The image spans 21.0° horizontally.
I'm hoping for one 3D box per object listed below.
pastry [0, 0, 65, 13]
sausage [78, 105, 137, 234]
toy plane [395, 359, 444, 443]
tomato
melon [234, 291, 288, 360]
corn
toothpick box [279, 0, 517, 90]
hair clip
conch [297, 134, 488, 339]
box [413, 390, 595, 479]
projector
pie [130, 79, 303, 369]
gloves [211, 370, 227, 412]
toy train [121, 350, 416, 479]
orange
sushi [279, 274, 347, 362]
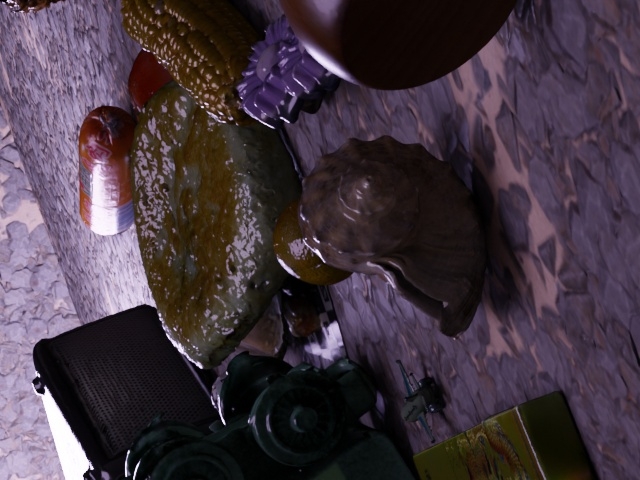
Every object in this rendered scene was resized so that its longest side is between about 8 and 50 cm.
[{"bbox_3d":[-0.411,-0.445,2.345,0.275,0.193,0.274,25,128,37],"label":"pastry"},{"bbox_3d":[-0.309,-0.110,2.522,0.312,0.093,0.093,106,142,-66],"label":"sausage"},{"bbox_3d":[0.088,0.144,1.526,0.083,0.033,0.080,91,155,-70],"label":"toy plane"},{"bbox_3d":[-0.165,-0.135,1.996,0.225,0.085,0.225,158,90,-76],"label":"tomato"},{"bbox_3d":[-0.082,0.096,1.968,0.139,0.093,0.202,50,156,39],"label":"melon"},{"bbox_3d":[-0.116,-0.201,1.717,0.313,0.102,0.102,44,150,53],"label":"corn"},{"bbox_3d":[-0.004,-0.233,1.102,0.294,0.192,0.192,54,158,34],"label":"toothpick box"},{"bbox_3d":[-0.006,-0.147,1.423,0.106,0.085,0.292,-67,12,-12],"label":"hair clip"},{"bbox_3d":[0.059,0.010,1.273,0.207,0.130,0.155,69,-172,-62],"label":"conch"},{"bbox_3d":[0.154,0.225,1.363,0.311,0.043,0.173,131,120,-73],"label":"box"},{"bbox_3d":[-0.258,0.362,2.633,0.405,0.242,0.395,-132,28,-54],"label":"projector"},{"bbox_3d":[-0.120,-0.029,1.823,0.323,0.071,0.323,16,109,56],"label":"pie"},{"bbox_3d":[-0.026,0.194,1.878,0.212,0.111,0.127,11,118,40],"label":"gloves"},{"bbox_3d":[-0.056,0.249,1.687,0.238,0.299,0.167,60,169,-10],"label":"toy train"},{"bbox_3d":[0.000,0.000,1.565,0.095,0.085,0.085,-150,43,-71],"label":"orange"},{"bbox_3d":[-0.041,0.035,1.836,0.193,0.040,0.210,-173,64,-74],"label":"sushi"}]
